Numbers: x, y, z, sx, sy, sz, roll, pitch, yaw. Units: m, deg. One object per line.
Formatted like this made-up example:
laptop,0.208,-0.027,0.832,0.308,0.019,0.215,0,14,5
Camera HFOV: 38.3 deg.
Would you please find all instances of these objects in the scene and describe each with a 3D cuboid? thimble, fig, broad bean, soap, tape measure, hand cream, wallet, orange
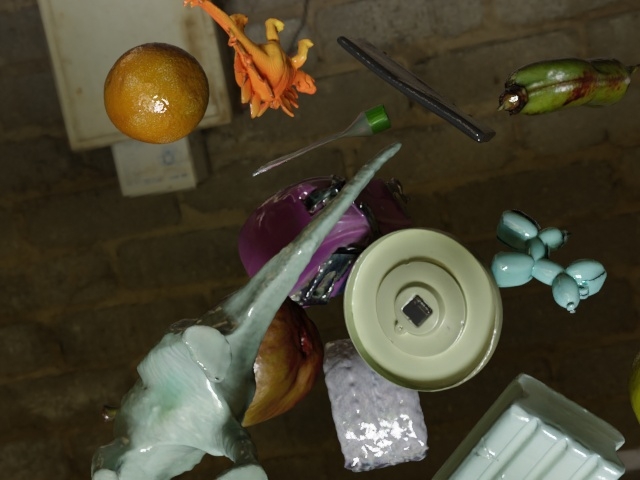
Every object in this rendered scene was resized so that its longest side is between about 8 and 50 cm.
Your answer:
thimble,0.101,0.289,1.670,0.157,0.245,0.217,-12,152,5
fig,-0.132,0.163,1.098,0.274,0.145,0.170,-25,152,5
broad bean,0.295,-0.179,1.049,0.077,0.061,0.339,-15,179,43
soap,0.183,0.236,0.881,0.119,0.198,0.066,32,-151,2
tape measure,0.000,0.000,1.430,0.232,0.149,0.245,-4,143,-49
hand cream,0.001,-0.183,1.750,0.275,0.050,0.079,-22,162,10
wallet,0.135,-0.210,1.289,0.025,0.244,0.124,-55,170,17
orange,-0.311,-0.276,1.735,0.206,0.206,0.206,-12,-172,2

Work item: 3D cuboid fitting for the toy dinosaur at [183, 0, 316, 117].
toy dinosaur,-0.068,-0.198,1.065,0.071,0.117,0.288,-10,169,23

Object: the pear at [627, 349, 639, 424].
pear,0.691,0.228,1.564,0.288,0.375,0.287,20,177,1

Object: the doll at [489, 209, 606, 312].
doll,0.315,0.034,1.282,0.159,0.059,0.159,9,-136,3

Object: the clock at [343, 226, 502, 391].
clock,0.141,0.097,1.298,0.235,0.234,0.029,-7,-179,32

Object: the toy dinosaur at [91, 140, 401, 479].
toy dinosaur,-0.067,0.086,0.599,0.092,0.392,0.205,28,169,-12
